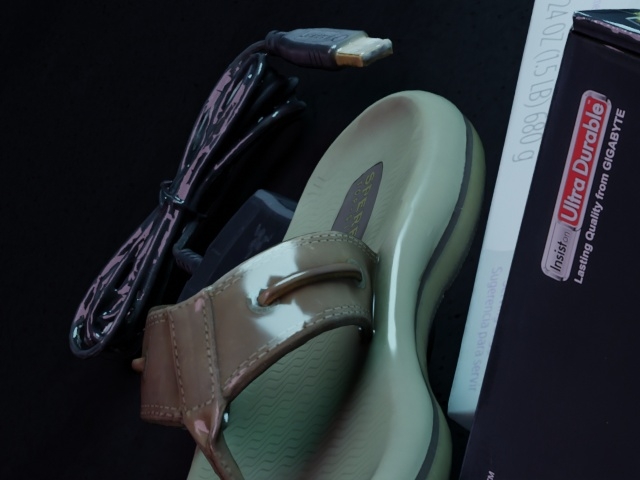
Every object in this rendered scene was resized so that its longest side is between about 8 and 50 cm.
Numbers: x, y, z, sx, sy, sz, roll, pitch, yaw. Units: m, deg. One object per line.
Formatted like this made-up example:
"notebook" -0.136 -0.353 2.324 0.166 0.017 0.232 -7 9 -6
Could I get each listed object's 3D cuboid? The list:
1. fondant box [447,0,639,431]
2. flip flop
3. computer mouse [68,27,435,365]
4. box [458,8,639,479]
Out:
"fondant box" 0.212 -0.049 0.562 0.330 0.096 0.238 -11 54 40
"flip flop" -0.012 0.030 0.578 0.112 0.080 0.277 -30 25 34
"computer mouse" 0.000 0.000 0.783 0.184 0.060 0.262 -60 28 -7
"box" 0.122 0.068 0.485 0.175 0.051 0.220 27 113 36
